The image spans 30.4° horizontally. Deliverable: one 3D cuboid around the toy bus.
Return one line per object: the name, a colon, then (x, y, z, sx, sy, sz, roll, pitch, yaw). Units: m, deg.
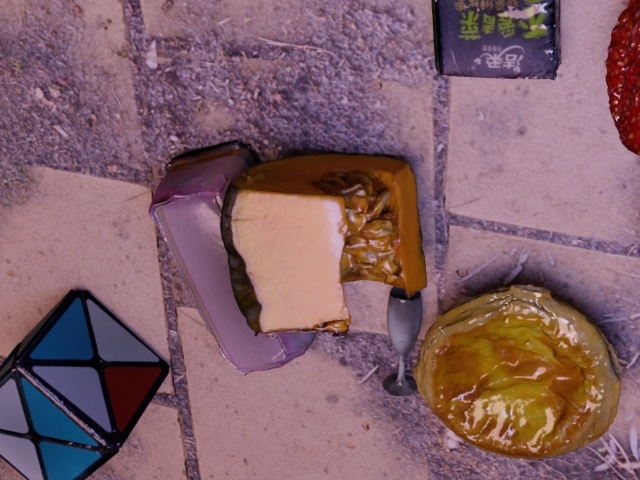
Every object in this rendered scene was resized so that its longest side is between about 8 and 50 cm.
toy bus: (-0.137, 0.048, 1.926, 0.171, 0.162, 0.386, -10, 118, 28)

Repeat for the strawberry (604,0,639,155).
strawberry: (0.475, -0.216, 1.415, 0.238, 0.250, 0.288, 31, 101, -3)

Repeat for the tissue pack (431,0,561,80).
tissue pack: (0.232, -0.332, 1.563, 0.173, 0.073, 0.236, 5, 124, 21)

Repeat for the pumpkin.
pumpkin: (0.000, 0.000, 1.751, 0.256, 0.303, 0.225, 10, 109, 37)

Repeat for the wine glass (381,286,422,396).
wine glass: (0.135, 0.163, 1.950, 0.066, 0.066, 0.198, 11, 124, 17)

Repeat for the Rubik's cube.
Rubik's cube: (-0.470, 0.284, 2.177, 0.248, 0.250, 0.246, 41, 128, -9)

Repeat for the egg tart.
egg tart: (0.311, 0.198, 1.849, 0.341, 0.132, 0.341, 12, 127, 16)
